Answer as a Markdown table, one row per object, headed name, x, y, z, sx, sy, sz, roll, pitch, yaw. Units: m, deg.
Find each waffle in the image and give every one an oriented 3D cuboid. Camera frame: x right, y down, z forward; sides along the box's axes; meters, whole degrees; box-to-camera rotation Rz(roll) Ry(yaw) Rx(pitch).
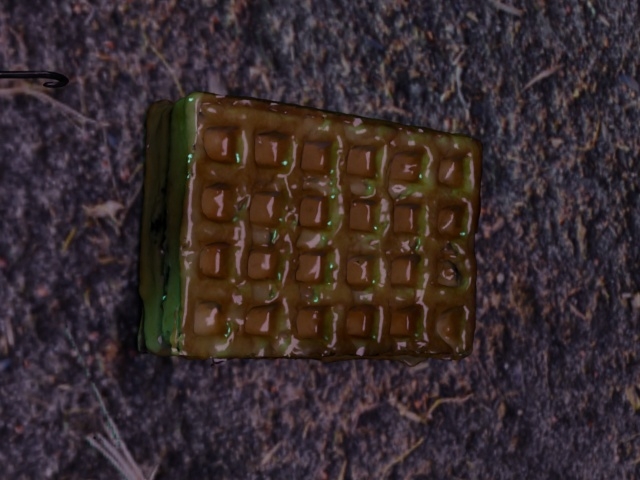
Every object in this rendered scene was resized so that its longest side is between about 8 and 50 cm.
| name | x | y | z | sx | sy | sz | roll | pitch | yaw |
| --- | --- | --- | --- | --- | --- | --- | --- | --- | --- |
| waffle | -0.001 | 0.000 | 1.118 | 0.308 | 0.091 | 0.212 | 5 | 87 | -34 |

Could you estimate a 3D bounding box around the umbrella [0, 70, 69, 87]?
| name | x | y | z | sx | sy | sz | roll | pitch | yaw |
| --- | --- | --- | --- | --- | --- | --- | --- | --- | --- |
| umbrella | -0.312 | -0.116 | 0.939 | 0.269 | 0.044 | 0.044 | -1 | 116 | -26 |
